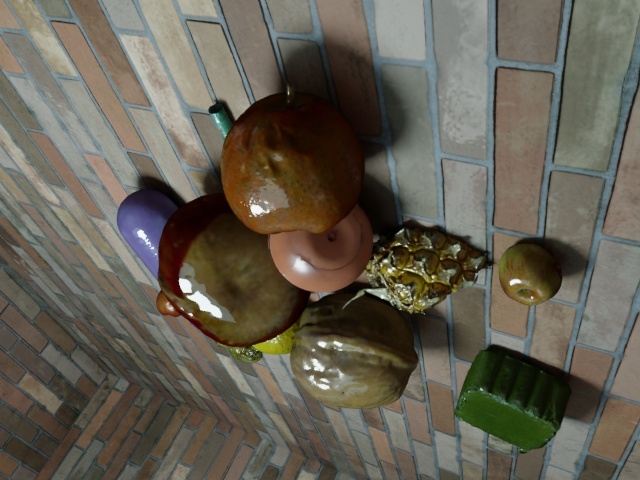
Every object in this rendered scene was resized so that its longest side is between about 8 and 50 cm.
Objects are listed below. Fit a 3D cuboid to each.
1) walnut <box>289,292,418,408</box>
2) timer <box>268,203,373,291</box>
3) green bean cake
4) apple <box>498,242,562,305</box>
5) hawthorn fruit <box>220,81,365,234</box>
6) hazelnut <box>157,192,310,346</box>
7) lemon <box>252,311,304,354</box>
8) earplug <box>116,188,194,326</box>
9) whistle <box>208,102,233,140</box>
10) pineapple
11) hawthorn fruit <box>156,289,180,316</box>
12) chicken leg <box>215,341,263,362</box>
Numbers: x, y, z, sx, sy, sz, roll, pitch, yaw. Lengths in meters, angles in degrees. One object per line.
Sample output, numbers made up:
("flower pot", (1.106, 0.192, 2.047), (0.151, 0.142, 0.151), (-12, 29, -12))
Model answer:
("walnut", (0.096, 0.298, 1.654), (0.343, 0.306, 0.306), (7, 143, 29))
("timer", (0.000, 0.000, 1.364), (0.229, 0.230, 0.215), (36, 168, -10))
("green bean cake", (0.502, 0.420, 1.633), (0.249, 0.156, 0.247), (21, 147, 14))
("apple", (0.415, 0.069, 1.241), (0.126, 0.102, 0.126), (22, 148, 15))
("hawthorn fruit", (-0.054, -0.165, 1.153), (0.277, 0.277, 0.298), (17, 137, 21))
("hazelnut", (-0.222, 0.076, 1.569), (0.409, 0.359, 0.359), (43, 148, -6))
("lemon", (-0.140, 0.254, 1.899), (0.231, 0.192, 0.192), (8, 144, 28))
("earplug", (-0.418, 0.041, 1.820), (0.215, 0.215, 0.456), (0, 135, 40))
("whistle", (-0.198, -0.225, 1.392), (0.039, 0.039, 0.186), (10, 145, 30))
("pineapple", (0.183, 0.064, 1.375), (0.334, 0.158, 0.161), (1, 139, 40))
("hawthorn fruit", (-0.532, 0.212, 2.255), (0.125, 0.140, 0.125), (24, 180, 0))
("chicken leg", (-0.325, 0.408, 2.400), (0.227, 0.088, 0.103), (21, 159, 26))
